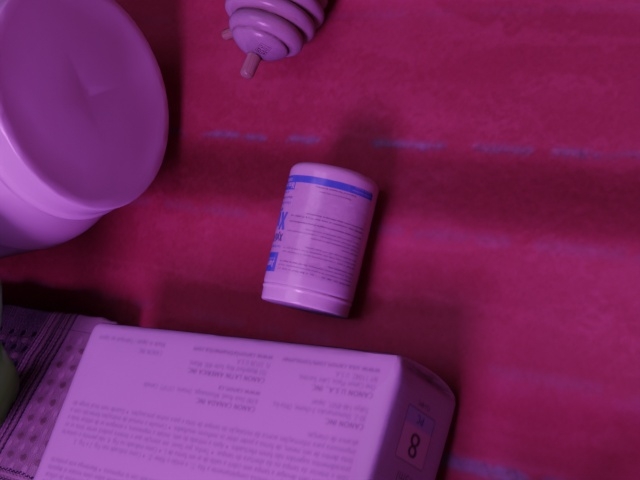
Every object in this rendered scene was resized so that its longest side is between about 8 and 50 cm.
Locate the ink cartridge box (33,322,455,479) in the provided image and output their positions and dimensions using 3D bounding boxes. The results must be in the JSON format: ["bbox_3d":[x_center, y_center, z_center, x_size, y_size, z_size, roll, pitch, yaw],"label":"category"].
[{"bbox_3d":[-0.097,0.255,0.875,0.308,0.091,0.385,3,67,38],"label":"ink cartridge box"}]

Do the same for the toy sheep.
[{"bbox_3d":[-0.038,-0.191,1.014,0.091,0.091,0.132,7,76,39],"label":"toy sheep"}]

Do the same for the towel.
[{"bbox_3d":[-0.331,0.197,1.103,0.312,0.056,0.324,5,60,41],"label":"towel"}]

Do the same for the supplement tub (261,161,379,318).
[{"bbox_3d":[0.000,0.000,0.934,0.071,0.071,0.107,8,80,39],"label":"supplement tub"}]

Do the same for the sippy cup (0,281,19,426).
[{"bbox_3d":[-0.405,0.060,0.980,0.224,0.240,0.305,-16,99,50],"label":"sippy cup"}]

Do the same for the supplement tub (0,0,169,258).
[{"bbox_3d":[-0.321,-0.095,1.108,0.325,0.235,0.235,-12,70,35],"label":"supplement tub"}]
